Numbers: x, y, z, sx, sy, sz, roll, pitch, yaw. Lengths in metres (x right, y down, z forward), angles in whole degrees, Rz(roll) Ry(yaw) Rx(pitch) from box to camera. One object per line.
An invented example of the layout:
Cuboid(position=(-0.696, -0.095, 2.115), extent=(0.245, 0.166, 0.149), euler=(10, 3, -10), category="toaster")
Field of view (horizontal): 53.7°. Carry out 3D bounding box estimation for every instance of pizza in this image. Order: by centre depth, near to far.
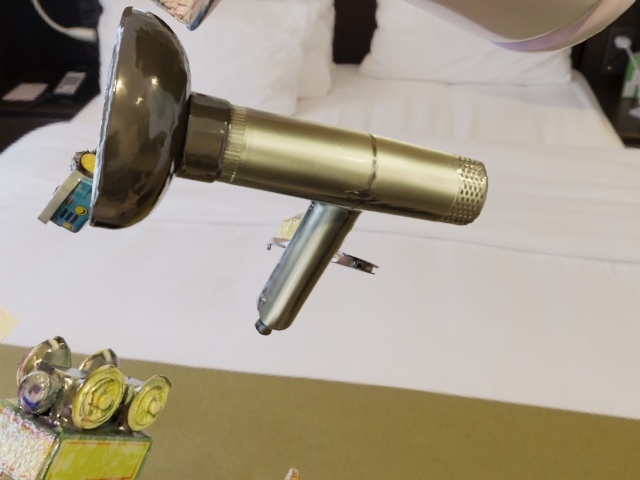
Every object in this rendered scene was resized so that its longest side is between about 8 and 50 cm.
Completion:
Cuboid(position=(-0.044, 0.350, 0.910), extent=(0.016, 0.037, 0.083), euler=(39, 5, -1), category="pizza")

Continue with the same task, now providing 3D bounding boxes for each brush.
Cuboid(position=(-0.001, -0.002, 0.792), extent=(0.072, 0.067, 0.313), euler=(16, -1, -17), category="brush")

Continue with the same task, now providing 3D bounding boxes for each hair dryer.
Cuboid(position=(-0.055, 0.002, 0.539), extent=(0.320, 0.284, 0.155), euler=(18, 28, -26), category="hair dryer")

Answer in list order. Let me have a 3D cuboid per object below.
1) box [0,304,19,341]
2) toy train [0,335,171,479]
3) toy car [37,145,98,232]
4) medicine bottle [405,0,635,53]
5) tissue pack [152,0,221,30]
Cuboid(position=(-0.430, 0.129, 0.719), extent=(0.130, 0.051, 0.129), euler=(-11, 37, 42), category="box")
Cuboid(position=(-0.320, 0.238, 0.855), extent=(0.134, 0.261, 0.177), euler=(19, 80, 25), category="toy train")
Cuboid(position=(-0.265, -0.079, 0.805), extent=(0.100, 0.097, 0.191), euler=(40, 39, -16), category="toy car")
Cuboid(position=(0.091, -0.269, 0.439), extent=(0.316, 0.202, 0.202), euler=(6, 23, -41), category="medicine bottle")
Cuboid(position=(-0.129, -0.285, 0.661), extent=(0.065, 0.115, 0.155), euler=(36, 9, -30), category="tissue pack")
